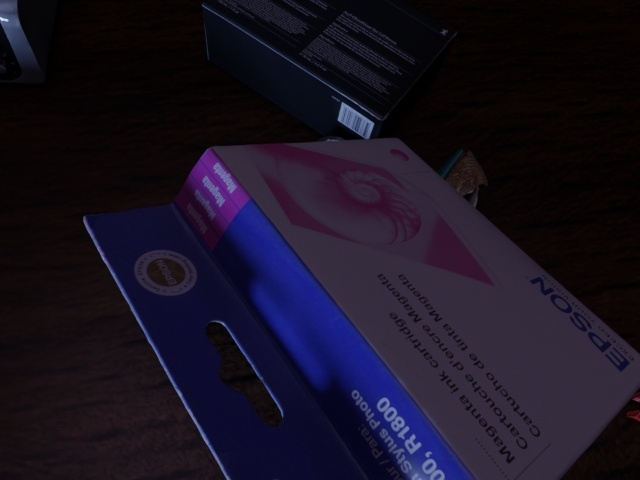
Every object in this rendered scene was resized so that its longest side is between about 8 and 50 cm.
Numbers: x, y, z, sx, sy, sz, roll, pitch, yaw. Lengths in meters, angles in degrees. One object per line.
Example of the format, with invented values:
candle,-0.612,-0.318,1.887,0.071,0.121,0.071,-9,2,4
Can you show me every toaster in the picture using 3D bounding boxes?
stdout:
toaster,-0.411,-0.286,0.614,0.168,0.110,0.185,0,65,-10

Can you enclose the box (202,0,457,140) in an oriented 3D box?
box,0.010,-0.251,0.671,0.261,0.103,0.184,35,68,8

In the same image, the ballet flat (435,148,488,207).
ballet flat,0.134,-0.025,0.607,0.067,0.073,0.206,45,69,-4

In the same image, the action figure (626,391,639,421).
action figure,0.395,0.209,0.561,0.115,0.030,0.038,31,60,4

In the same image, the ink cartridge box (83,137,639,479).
ink cartridge box,0.049,0.043,0.395,0.330,0.071,0.324,-13,53,-43

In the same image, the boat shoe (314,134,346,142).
boat shoe,0.000,0.000,0.558,0.114,0.091,0.302,10,64,-4
